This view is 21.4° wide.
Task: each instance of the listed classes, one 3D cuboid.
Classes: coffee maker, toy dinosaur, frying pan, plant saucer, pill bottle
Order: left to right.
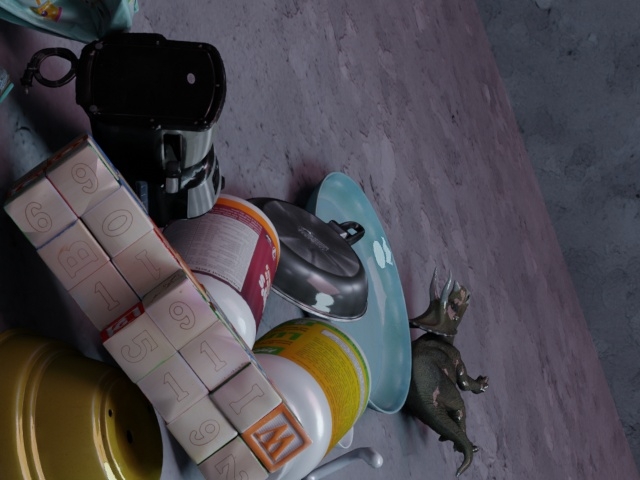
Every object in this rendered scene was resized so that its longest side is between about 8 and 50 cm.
[{"bbox_3d":[-0.170,-0.103,1.536,0.178,0.171,0.120,101,14,-60],"label":"coffee maker"},{"bbox_3d":[-0.114,0.059,1.613,0.221,0.121,0.121,-75,145,-55],"label":"pill bottle"},{"bbox_3d":[-0.043,0.170,1.710,0.246,0.136,0.136,-34,108,-70],"label":"pill bottle"},{"bbox_3d":[0.016,0.019,1.925,0.326,0.053,0.197,5,37,-52],"label":"frying pan"},{"bbox_3d":[0.041,0.070,2.162,0.317,0.044,0.317,-14,90,-72],"label":"plant saucer"},{"bbox_3d":[0.155,0.202,2.327,0.160,0.121,0.313,50,34,-28],"label":"toy dinosaur"}]

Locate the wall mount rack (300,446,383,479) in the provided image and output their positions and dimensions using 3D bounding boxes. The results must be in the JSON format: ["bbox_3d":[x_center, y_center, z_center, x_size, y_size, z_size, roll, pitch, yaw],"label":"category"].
[{"bbox_3d":[0.086,0.381,1.817,0.304,0.130,0.350,-125,-169,-67],"label":"wall mount rack"}]

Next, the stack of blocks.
[{"bbox_3d":[-0.137,0.059,1.398,0.297,0.087,0.171,54,-3,-12],"label":"stack of blocks"}]

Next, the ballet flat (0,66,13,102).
[{"bbox_3d":[-0.298,-0.086,1.318,0.188,0.070,0.070,-80,149,-54],"label":"ballet flat"}]

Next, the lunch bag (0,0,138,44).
[{"bbox_3d":[-0.247,-0.318,1.464,0.262,0.160,0.223,43,36,-48],"label":"lunch bag"}]

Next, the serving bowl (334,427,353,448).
[{"bbox_3d":[0.011,0.207,1.999,0.083,0.027,0.083,-14,90,-71],"label":"serving bowl"}]

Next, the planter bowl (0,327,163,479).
[{"bbox_3d":[-0.189,0.167,1.376,0.217,0.090,0.217,-15,90,-71],"label":"planter bowl"}]
